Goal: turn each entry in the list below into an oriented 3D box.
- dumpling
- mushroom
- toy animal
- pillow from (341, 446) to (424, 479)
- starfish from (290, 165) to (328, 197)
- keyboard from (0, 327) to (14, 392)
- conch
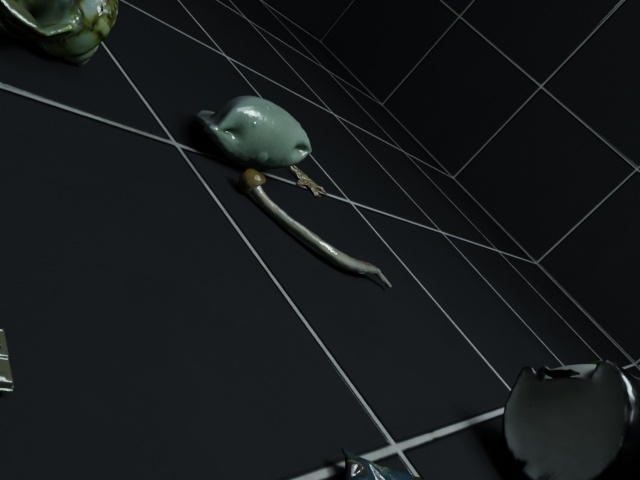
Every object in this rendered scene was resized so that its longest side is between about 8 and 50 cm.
[{"bbox_3d":[-0.118,-0.162,1.042,0.216,0.149,0.105,2,82,-55],"label":"dumpling"},{"bbox_3d":[0.002,-0.001,1.003,0.306,0.043,0.068,38,43,-19],"label":"mushroom"},{"bbox_3d":[0.375,0.263,0.888,0.266,0.212,0.213,25,25,-41],"label":"toy animal"},{"bbox_3d":[0.110,0.294,0.544,0.189,0.034,0.256,32,20,-29],"label":"pillow"},{"bbox_3d":[-0.023,-0.108,1.227,0.086,0.016,0.092,26,22,-47],"label":"starfish"},{"bbox_3d":[-0.239,0.060,0.380,0.129,0.015,0.049,22,32,-48],"label":"keyboard"},{"bbox_3d":[-0.337,-0.289,0.815,0.181,0.124,0.187,42,39,-33],"label":"conch"}]
